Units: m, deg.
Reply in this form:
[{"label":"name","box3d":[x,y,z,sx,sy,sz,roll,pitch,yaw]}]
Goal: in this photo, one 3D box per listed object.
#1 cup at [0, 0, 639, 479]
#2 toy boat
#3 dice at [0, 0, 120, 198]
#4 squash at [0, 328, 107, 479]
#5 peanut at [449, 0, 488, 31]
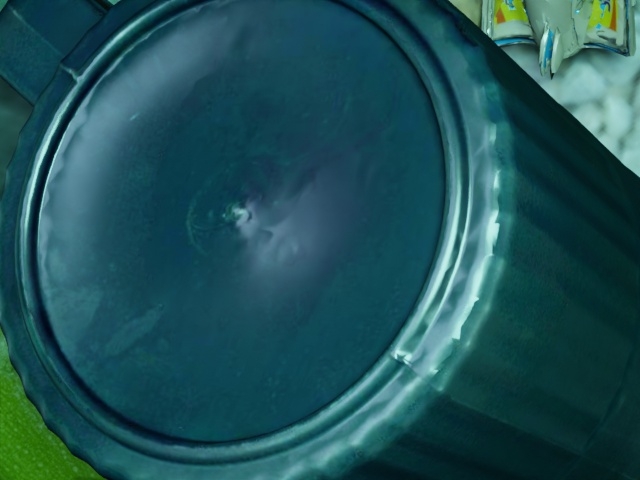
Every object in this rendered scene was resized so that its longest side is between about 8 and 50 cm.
[{"label":"cup","box3d":[0.017,-0.005,0.713,0.242,0.292,0.307,-25,67,19]},{"label":"toy boat","box3d":[0.124,-0.190,0.796,0.084,0.066,0.210,9,116,32]},{"label":"dice","box3d":[-0.297,-0.174,0.886,0.328,0.348,0.330,-29,64,19]},{"label":"squash","box3d":[-0.171,0.060,0.777,0.101,0.378,0.101,-29,29,17]},{"label":"peanut","box3d":[0.052,-0.207,0.863,0.104,0.085,0.227,5,84,2]}]
